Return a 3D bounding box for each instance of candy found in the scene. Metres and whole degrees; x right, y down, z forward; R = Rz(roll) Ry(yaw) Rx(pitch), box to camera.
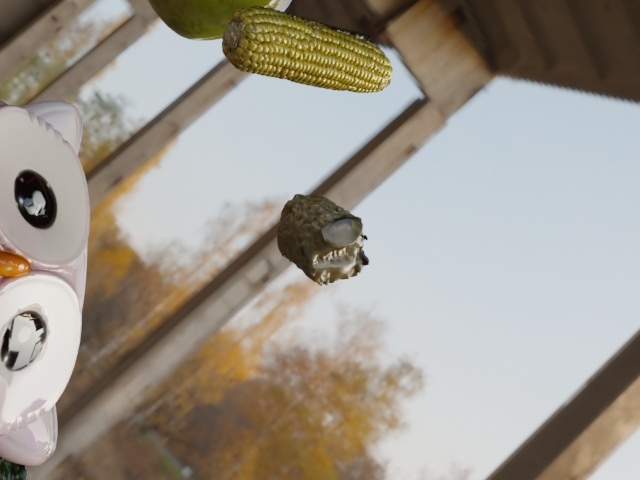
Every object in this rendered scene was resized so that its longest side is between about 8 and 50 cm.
[{"bbox_3d":[0.000,0.000,1.460,0.110,0.085,0.095,40,-47,47],"label":"candy"}]

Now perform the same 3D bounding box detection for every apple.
[{"bbox_3d":[-0.112,-0.311,1.401,0.196,0.196,0.196,46,-11,11],"label":"apple"}]

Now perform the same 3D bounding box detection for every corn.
[{"bbox_3d":[-0.011,-0.197,1.341,0.203,0.072,0.072,8,15,-34],"label":"corn"}]

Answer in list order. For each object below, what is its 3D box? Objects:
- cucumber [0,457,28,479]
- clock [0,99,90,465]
[{"bbox_3d":[-0.434,0.272,1.674,0.096,0.096,0.359,78,-4,-70],"label":"cucumber"},{"bbox_3d":[-0.338,0.009,0.795,0.376,0.368,0.250,9,-9,-40],"label":"clock"}]
